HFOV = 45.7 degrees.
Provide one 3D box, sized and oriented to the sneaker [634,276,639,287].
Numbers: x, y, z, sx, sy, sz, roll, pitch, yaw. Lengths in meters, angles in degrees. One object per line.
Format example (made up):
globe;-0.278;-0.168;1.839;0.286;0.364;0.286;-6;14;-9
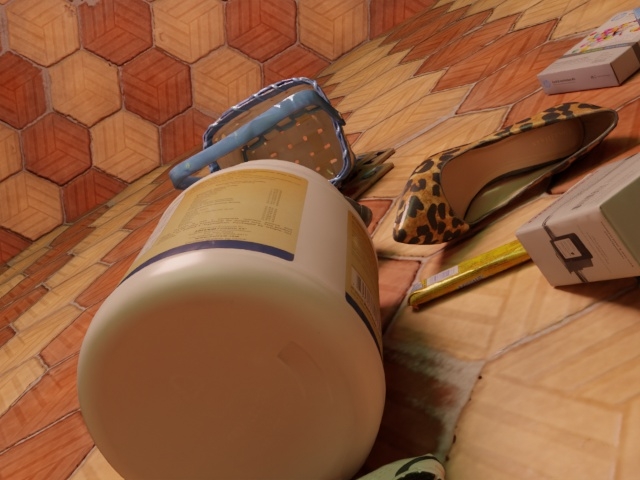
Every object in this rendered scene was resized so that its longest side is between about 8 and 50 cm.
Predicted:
sneaker;0.308;0.003;0.512;0.170;0.051;0.089;-37;19;9

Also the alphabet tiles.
alphabet tiles;-0.032;-0.056;1.308;0.342;0.011;0.285;-41;20;-26

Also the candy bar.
candy bar;0.157;0.028;0.756;0.162;0.018;0.040;-26;15;19

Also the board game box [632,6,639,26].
board game box;0.404;-0.174;0.650;0.212;0.160;0.039;-23;21;26

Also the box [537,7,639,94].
box;0.427;-0.278;1.089;0.186;0.038;0.145;-36;18;-17

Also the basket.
basket;-0.070;-0.143;1.202;0.255;0.201;0.289;-26;-13;19

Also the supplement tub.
supplement tub;-0.060;0.062;0.681;0.228;0.228;0.316;-28;18;13

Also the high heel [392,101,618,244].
high heel;0.201;-0.078;0.831;0.261;0.093;0.186;-35;9;-39

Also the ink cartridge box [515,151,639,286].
ink cartridge box;0.241;-0.021;0.612;0.109;0.063;0.150;-35;0;-11

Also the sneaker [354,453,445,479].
sneaker;0.040;0.180;0.529;0.109;0.040;0.044;-23;3;17

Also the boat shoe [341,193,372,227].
boat shoe;0.000;0.000;1.006;0.219;0.070;0.077;144;137;-64
